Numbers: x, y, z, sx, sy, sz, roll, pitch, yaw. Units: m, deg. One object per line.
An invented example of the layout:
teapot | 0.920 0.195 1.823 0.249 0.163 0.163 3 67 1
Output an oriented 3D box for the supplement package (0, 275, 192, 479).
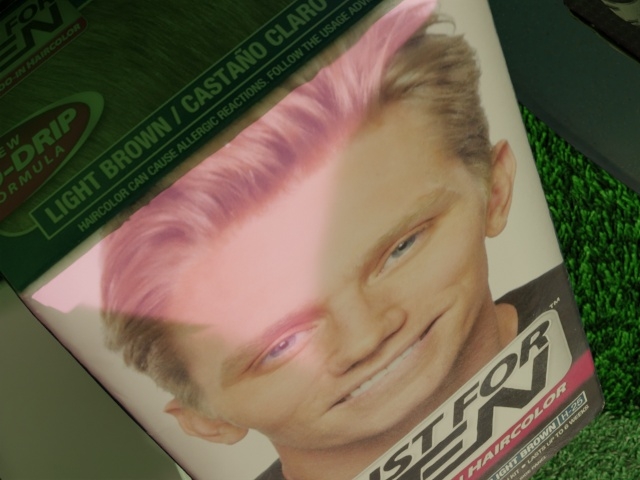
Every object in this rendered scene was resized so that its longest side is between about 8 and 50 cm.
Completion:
supplement package | -0.156 0.091 1.141 0.149 0.194 0.203 -23 -172 24

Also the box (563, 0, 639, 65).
box | 0.131 -0.156 0.286 0.183 0.059 0.233 -40 151 -18

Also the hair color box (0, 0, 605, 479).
hair color box | -0.002 0.019 0.594 0.174 0.105 0.347 -40 146 -7

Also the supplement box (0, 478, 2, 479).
supplement box | -0.264 0.173 0.784 0.129 0.194 0.191 -38 -179 17

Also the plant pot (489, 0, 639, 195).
plant pot | 0.142 -0.128 0.634 0.165 0.234 0.165 -38 -178 26
